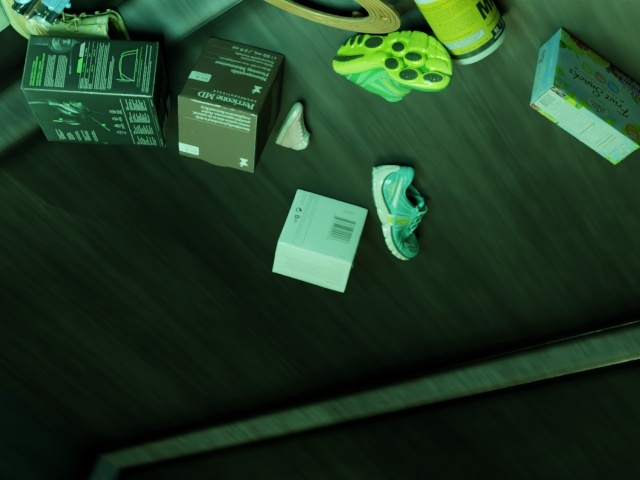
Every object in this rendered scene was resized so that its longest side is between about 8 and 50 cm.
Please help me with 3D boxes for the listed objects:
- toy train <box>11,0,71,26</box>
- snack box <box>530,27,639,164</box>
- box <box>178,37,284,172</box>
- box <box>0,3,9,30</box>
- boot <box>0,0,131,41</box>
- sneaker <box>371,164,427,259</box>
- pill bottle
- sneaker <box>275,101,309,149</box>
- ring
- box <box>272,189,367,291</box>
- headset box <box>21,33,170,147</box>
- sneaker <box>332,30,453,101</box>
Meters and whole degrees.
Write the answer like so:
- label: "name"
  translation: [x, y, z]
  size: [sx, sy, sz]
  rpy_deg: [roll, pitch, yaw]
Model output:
- label: "toy train"
  translation: [-0.531, -0.509, 1.825]
  size: [0.105, 0.080, 0.184]
  rpy_deg: [36, 95, -14]
- label: "snack box"
  translation: [0.492, -0.265, 1.692]
  size: [0.207, 0.174, 0.070]
  rpy_deg: [31, 140, -13]
- label: "box"
  translation: [-0.184, -0.282, 1.912]
  size: [0.168, 0.203, 0.167]
  rpy_deg: [14, 140, 4]
- label: "box"
  translation: [-0.782, -0.483, 1.914]
  size: [0.275, 0.113, 0.094]
  rpy_deg: [20, 143, 32]
- label: "boot"
  translation: [-0.528, -0.460, 1.925]
  size: [0.203, 0.095, 0.262]
  rpy_deg: [-6, 136, 27]
- label: "sneaker"
  translation: [0.191, -0.059, 2.104]
  size: [0.110, 0.107, 0.275]
  rpy_deg: [-7, 135, 14]
- label: "pill bottle"
  translation: [0.238, -0.429, 1.646]
  size: [0.119, 0.119, 0.208]
  rpy_deg: [-16, 130, 34]
- label: "sneaker"
  translation: [-0.047, -0.247, 2.019]
  size: [0.070, 0.051, 0.134]
  rpy_deg: [24, 143, -8]
- label: "ring"
  translation: [-0.012, -0.449, 1.653]
  size: [0.336, 0.032, 0.336]
  rpy_deg: [18, 179, 0]
- label: "box"
  translation: [0.000, 0.000, 2.177]
  size: [0.182, 0.181, 0.119]
  rpy_deg: [16, 140, 3]
- label: "headset box"
  translation: [-0.474, -0.310, 1.946]
  size: [0.283, 0.131, 0.246]
  rpy_deg: [2, 161, -1]
- label: "sneaker"
  translation: [0.153, -0.331, 1.765]
  size: [0.123, 0.109, 0.295]
  rpy_deg: [33, 173, -40]
